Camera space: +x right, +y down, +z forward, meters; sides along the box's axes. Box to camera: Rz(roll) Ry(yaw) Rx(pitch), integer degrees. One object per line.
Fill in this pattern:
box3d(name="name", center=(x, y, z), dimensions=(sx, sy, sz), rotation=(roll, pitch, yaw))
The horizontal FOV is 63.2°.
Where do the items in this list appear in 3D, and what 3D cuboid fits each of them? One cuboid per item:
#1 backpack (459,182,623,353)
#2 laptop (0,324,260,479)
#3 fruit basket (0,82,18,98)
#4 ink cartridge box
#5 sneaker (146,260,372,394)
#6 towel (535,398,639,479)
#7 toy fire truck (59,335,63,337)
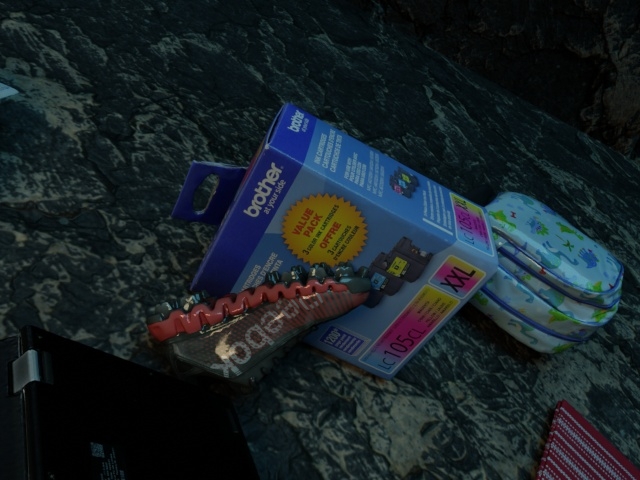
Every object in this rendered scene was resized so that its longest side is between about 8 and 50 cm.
box3d(name="backpack", center=(0.388, 0.050, 1.009), dimensions=(0.290, 0.273, 0.355), rotation=(-22, 75, -51))
box3d(name="laptop", center=(-0.211, 0.281, 0.344), dimensions=(0.408, 0.236, 0.382), rotation=(42, 12, -48))
box3d(name="fruit basket", center=(-0.570, -0.191, 0.565), dimensions=(0.327, 0.165, 0.353), rotation=(22, 28, -16))
box3d(name="ink cartridge box", center=(0.000, 0.000, 0.735), dimensions=(0.395, 0.270, 0.151), rotation=(27, 33, -9))
box3d(name="sneaker", center=(-0.064, 0.108, 0.631), dimensions=(0.097, 0.276, 0.135), rotation=(-3, 77, -87))
box3d(name="towel", center=(0.422, 0.403, 0.815), dimensions=(0.199, 0.031, 0.275), rotation=(44, 41, 8))
box3d(name="toy fire truck", center=(-0.301, 0.157, 0.516), dimensions=(0.192, 0.047, 0.135), rotation=(49, 30, 18))
